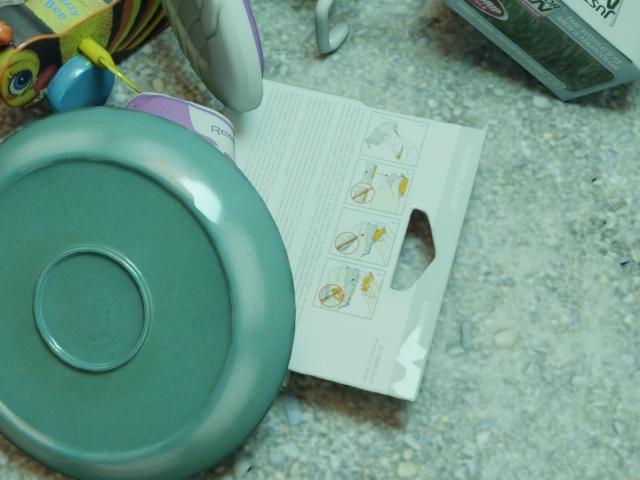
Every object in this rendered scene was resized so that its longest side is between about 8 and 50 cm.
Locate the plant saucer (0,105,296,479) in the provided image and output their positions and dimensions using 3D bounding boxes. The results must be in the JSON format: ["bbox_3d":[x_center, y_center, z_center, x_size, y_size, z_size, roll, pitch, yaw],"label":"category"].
[{"bbox_3d":[-0.177,0.052,1.098,0.318,0.044,0.317,2,98,16],"label":"plant saucer"}]

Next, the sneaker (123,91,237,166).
[{"bbox_3d":[-0.201,-0.047,1.205,0.282,0.102,0.161,-7,53,17],"label":"sneaker"}]

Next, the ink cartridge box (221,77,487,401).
[{"bbox_3d":[0.000,0.000,1.206,0.239,0.060,0.275,14,66,8],"label":"ink cartridge box"}]

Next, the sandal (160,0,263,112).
[{"bbox_3d":[-0.118,-0.312,1.209,0.102,0.169,0.416,-21,75,-14],"label":"sandal"}]

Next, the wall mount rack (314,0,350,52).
[{"bbox_3d":[0.000,-0.359,1.347,0.350,0.130,0.304,31,73,15],"label":"wall mount rack"}]

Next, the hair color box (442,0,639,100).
[{"bbox_3d":[0.256,-0.341,1.281,0.185,0.114,0.374,34,63,-26],"label":"hair color box"}]

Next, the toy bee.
[{"bbox_3d":[-0.247,-0.172,1.242,0.195,0.162,0.298,21,66,11],"label":"toy bee"}]
